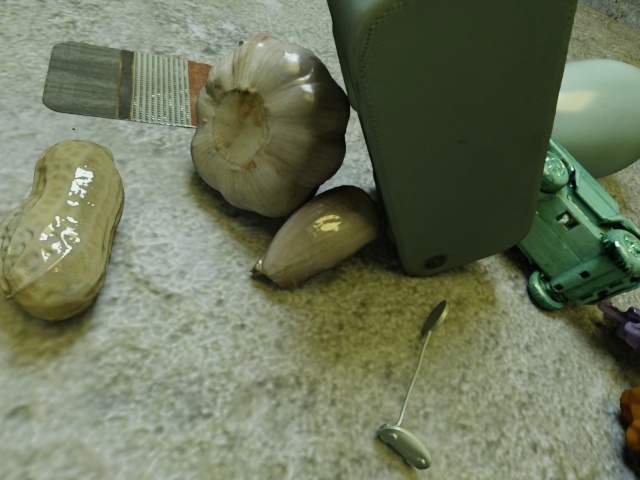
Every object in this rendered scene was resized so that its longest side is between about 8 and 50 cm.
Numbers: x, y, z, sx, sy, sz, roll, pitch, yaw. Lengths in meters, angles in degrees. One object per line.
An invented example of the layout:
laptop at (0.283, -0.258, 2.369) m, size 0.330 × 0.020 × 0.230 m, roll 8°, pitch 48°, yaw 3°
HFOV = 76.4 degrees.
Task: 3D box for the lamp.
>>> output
lamp at (0.125, 0.152, 0.467) m, size 0.056 × 0.050 × 0.198 m, roll 32°, pitch 51°, yaw 6°

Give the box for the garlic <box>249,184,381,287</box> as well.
garlic at (0.010, -0.009, 0.504) m, size 0.195 × 0.101 × 0.087 m, roll -35°, pitch 83°, yaw -34°

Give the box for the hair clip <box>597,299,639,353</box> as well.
hair clip at (0.528, 0.153, 0.601) m, size 0.278 × 0.090 × 0.137 m, roll 8°, pitch 30°, yaw -16°

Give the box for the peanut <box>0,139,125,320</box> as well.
peanut at (-0.256, -0.021, 0.412) m, size 0.099 × 0.090 × 0.214 m, roll -10°, pitch 53°, yaw 6°

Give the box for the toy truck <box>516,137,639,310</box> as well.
toy truck at (0.359, -0.034, 0.625) m, size 0.156 × 0.155 × 0.279 m, roll -30°, pitch 77°, yaw -37°

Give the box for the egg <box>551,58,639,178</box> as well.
egg at (0.493, -0.228, 0.790) m, size 0.371 × 0.230 × 0.230 m, roll -9°, pitch 59°, yaw -22°

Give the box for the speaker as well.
speaker at (0.130, -0.139, 0.468) m, size 0.183 × 0.406 × 0.184 m, roll -19°, pitch 53°, yaw 8°

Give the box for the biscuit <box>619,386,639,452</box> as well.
biscuit at (0.504, 0.319, 0.451) m, size 0.312 × 0.110 × 0.318 m, roll 29°, pitch 44°, yaw 0°

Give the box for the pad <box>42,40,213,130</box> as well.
pad at (-0.246, -0.188, 0.562) m, size 0.250 × 0.055 × 0.323 m, roll 0°, pitch 37°, yaw -23°

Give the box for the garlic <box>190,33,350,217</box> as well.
garlic at (-0.046, -0.144, 0.546) m, size 0.218 × 0.218 × 0.212 m, roll 46°, pitch 22°, yaw 14°
